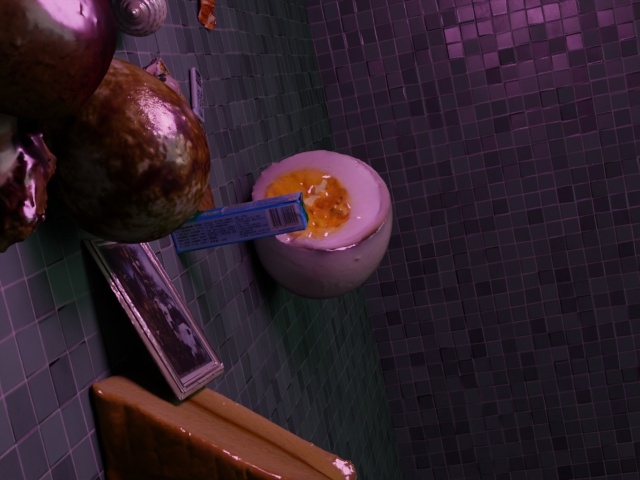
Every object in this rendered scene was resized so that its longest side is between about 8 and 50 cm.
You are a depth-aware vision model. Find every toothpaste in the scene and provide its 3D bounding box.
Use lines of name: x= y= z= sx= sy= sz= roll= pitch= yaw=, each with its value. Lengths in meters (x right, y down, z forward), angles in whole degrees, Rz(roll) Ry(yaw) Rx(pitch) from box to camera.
toothpaste: x=-0.157 y=-0.035 z=1.836 sx=0.050 sy=0.267 sz=0.065 roll=-76 pitch=153 yaw=-63

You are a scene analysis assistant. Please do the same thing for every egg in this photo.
egg: x=-0.290 y=-0.135 z=1.382 sx=0.238 sy=0.238 sz=0.289 roll=-68 pitch=136 yaw=-68
egg: x=0.000 y=0.000 z=2.409 sx=0.340 sy=0.355 sz=0.354 roll=92 pitch=-2 yaw=-51

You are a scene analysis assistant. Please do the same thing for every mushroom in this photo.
mushroom: x=-0.396 y=-0.235 z=1.108 sx=0.334 sy=0.356 sz=0.331 roll=31 pitch=39 yaw=-22

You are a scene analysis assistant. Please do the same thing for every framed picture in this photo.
framed picture: x=-0.263 y=0.112 z=1.560 sx=0.296 sy=0.019 sz=0.232 roll=58 pitch=11 yaw=2

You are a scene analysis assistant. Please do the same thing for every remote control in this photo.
remote control: x=-0.277 y=-0.325 z=2.123 sx=0.053 sy=0.018 sz=0.124 roll=53 pitch=30 yaw=-67

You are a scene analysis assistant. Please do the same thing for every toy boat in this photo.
toy boat: x=-0.300 y=-0.287 z=1.875 sx=0.210 sy=0.066 sz=0.084 roll=44 pitch=39 yaw=-71

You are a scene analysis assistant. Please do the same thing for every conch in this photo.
conch: x=-0.344 y=-0.433 z=1.705 sx=0.153 sy=0.102 sz=0.135 roll=34 pitch=-26 yaw=58

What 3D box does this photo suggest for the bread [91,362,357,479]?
bread: x=-0.129 y=0.305 z=1.471 sx=0.233 sy=0.362 sz=0.245 roll=-6 pitch=87 yaw=-77

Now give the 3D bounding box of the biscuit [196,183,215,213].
biscuit: x=-0.265 y=-0.094 z=1.956 sx=0.228 sy=0.031 sz=0.176 roll=69 pitch=17 yaw=-48

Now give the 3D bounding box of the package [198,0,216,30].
package: x=-0.275 y=-0.571 z=2.304 sx=0.077 sy=0.033 sz=0.110 roll=74 pitch=14 yaw=-73
